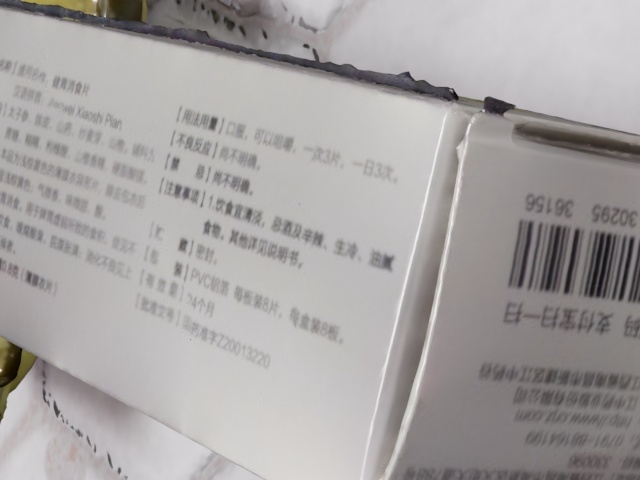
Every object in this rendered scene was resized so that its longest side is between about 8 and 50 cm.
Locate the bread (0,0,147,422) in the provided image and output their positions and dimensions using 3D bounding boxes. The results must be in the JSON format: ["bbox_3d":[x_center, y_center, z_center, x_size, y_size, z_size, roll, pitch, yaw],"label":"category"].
[{"bbox_3d":[-0.182,-0.046,0.904,0.204,0.163,0.262,-99,28,-81],"label":"bread"}]

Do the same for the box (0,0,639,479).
[{"bbox_3d":[0.001,0.000,0.688,0.333,0.173,0.145,18,99,50],"label":"box"}]
